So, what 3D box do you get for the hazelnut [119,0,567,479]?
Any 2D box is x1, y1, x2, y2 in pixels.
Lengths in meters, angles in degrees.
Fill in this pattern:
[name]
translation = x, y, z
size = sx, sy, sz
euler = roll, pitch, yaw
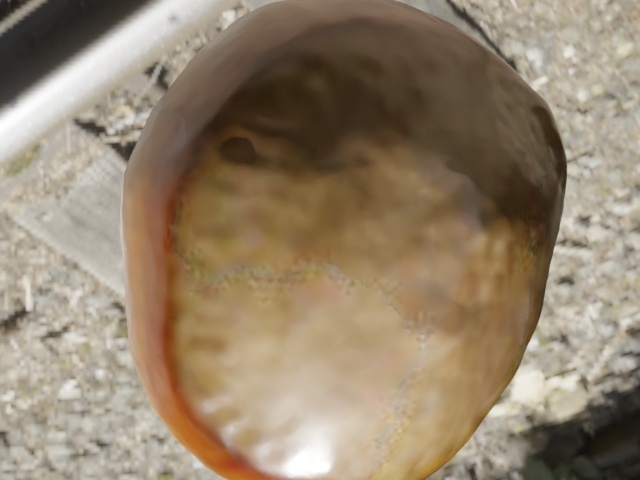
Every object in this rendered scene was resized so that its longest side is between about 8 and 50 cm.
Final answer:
[hazelnut]
translation = 0.000, 0.000, 0.563
size = 0.176, 0.214, 0.214
euler = 21, 126, -24
